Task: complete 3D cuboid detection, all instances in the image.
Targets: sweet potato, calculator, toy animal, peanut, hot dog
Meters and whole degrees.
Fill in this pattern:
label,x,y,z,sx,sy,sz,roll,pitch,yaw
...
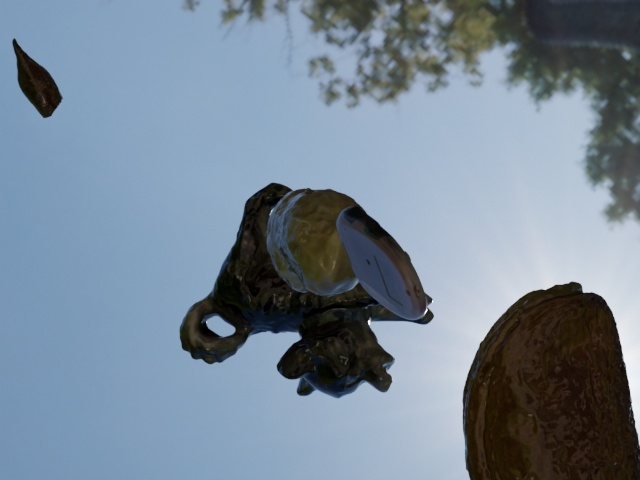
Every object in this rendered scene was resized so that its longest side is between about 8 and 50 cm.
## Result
label,x,y,z,sx,sy,sz,roll,pitch,yaw
sweet potato,-0.399,-0.230,1.724,0.117,0.049,0.049,62,-149,-14
calculator,0.053,0.020,1.160,0.166,0.024,0.103,37,152,60
toy animal,-0.029,0.129,1.921,0.344,0.303,0.194,38,176,17
peanut,0.000,0.000,1.662,0.149,0.149,0.313,34,176,-10
hot dog,0.230,0.180,1.179,0.196,0.122,0.272,-2,-105,-37
